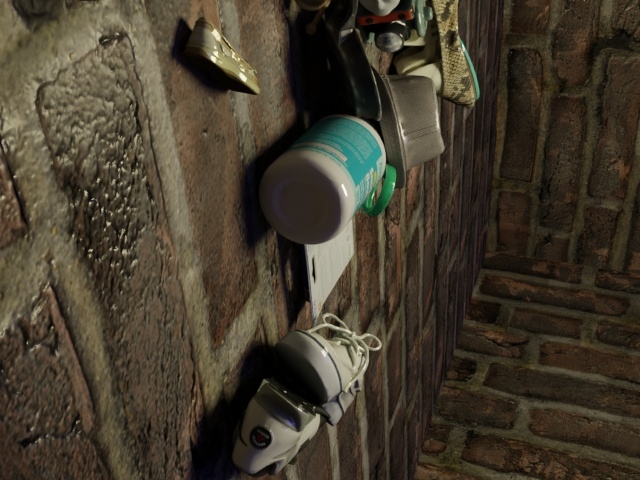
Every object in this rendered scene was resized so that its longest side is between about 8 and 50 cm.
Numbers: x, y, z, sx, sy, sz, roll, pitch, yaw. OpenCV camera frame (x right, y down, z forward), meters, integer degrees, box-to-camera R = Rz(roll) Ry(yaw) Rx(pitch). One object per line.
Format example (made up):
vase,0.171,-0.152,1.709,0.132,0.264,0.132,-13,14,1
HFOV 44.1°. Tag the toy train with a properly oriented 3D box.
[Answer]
toy train,0.121,-0.492,1.374,0.190,0.142,0.333,60,33,-54

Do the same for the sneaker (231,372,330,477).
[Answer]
sneaker,-0.076,0.299,1.258,0.146,0.122,0.330,-55,166,-4

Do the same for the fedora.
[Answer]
fedora,0.153,-0.223,1.444,0.275,0.124,0.243,-109,-175,-73

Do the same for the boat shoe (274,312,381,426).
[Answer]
boat shoe,0.032,0.210,1.381,0.156,0.136,0.367,-44,154,-14

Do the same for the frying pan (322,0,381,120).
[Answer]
frying pan,0.051,-0.287,1.215,0.326,0.053,0.197,100,-32,-87

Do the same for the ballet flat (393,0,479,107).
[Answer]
ballet flat,0.228,-0.456,1.713,0.182,0.164,0.482,-29,139,-9

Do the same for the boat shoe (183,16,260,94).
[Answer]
boat shoe,-0.114,-0.220,0.968,0.153,0.056,0.048,25,80,-63

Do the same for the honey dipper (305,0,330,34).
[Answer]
honey dipper,0.009,-0.391,1.293,0.030,0.031,0.160,76,33,-50

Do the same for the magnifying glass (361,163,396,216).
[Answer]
magnifying glass,0.084,-0.098,1.398,0.231,0.026,0.092,-133,-116,-76

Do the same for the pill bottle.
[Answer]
pill bottle,0.017,-0.111,1.255,0.264,0.146,0.146,-53,147,-54

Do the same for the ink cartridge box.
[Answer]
ink cartridge box,0.000,0.000,1.417,0.224,0.045,0.223,-59,152,-48

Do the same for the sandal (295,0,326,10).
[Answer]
sandal,0.005,-0.462,1.207,0.079,0.088,0.239,-177,-75,-77
